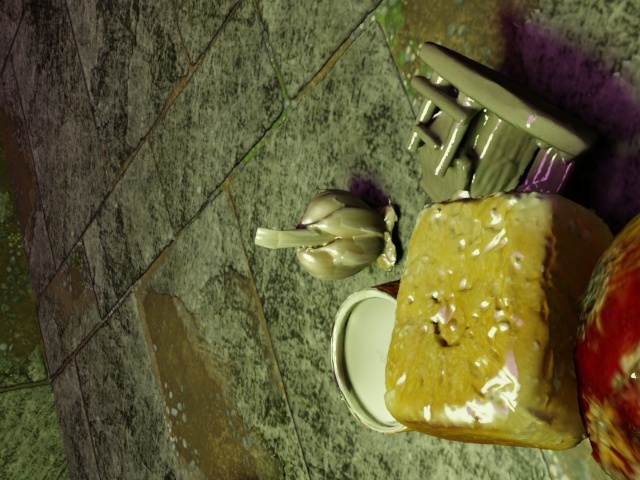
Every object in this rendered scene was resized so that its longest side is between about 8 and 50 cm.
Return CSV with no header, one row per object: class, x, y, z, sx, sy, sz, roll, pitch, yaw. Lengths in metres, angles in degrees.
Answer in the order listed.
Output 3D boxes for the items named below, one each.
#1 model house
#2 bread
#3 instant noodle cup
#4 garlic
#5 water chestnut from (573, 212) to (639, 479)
model house,0.185,-0.091,0.882,0.229,0.122,0.188,44,132,36
bread,0.182,0.069,0.758,0.195,0.176,0.246,-7,68,53
instant noodle cup,0.126,0.129,0.942,0.213,0.174,0.213,7,99,53
garlic,0.000,0.000,1.101,0.127,0.194,0.131,22,117,62
water chestnut,0.340,0.067,0.553,0.350,0.350,0.302,-45,29,47
